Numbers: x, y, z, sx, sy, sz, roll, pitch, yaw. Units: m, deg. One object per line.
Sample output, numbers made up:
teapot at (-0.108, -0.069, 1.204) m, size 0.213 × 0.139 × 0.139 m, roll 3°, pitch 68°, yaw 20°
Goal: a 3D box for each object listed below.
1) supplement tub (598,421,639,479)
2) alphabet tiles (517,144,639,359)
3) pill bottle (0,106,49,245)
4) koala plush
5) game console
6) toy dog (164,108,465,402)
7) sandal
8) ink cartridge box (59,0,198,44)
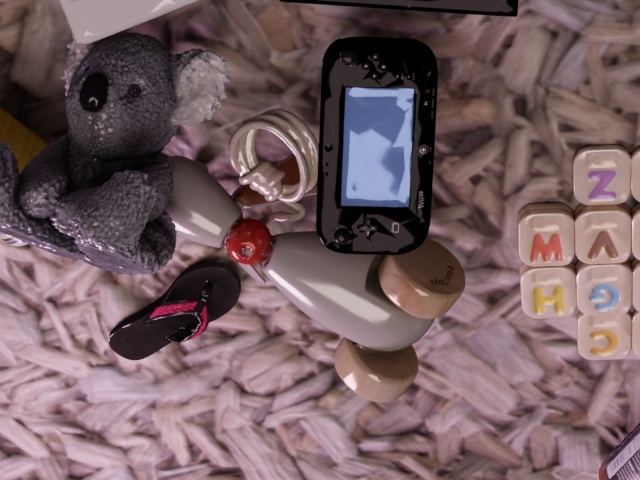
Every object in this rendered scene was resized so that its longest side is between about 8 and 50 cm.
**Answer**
supplement tub at (0.390, 0.216, 2.113) m, size 0.106 × 0.106 × 0.198 m, roll 26°, pitch 126°, yaw -17°
alphabet tiles at (0.342, 0.017, 2.008) m, size 0.284 × 0.021 × 0.278 m, roll -2°, pitch 129°, yaw 5°
pill bottle at (-0.333, -0.083, 1.915) m, size 0.103 × 0.103 × 0.184 m, roll -37°, pitch 119°, yaw 28°
koala plush at (-0.193, -0.092, 1.829) m, size 0.196 × 0.221 × 0.203 m, roll 13°, pitch 171°, yaw 22°
game console at (0.068, -0.162, 1.778) m, size 0.213 × 0.044 × 0.361 m, roll 4°, pitch 105°, yaw 6°
toy dog at (0.000, 0.000, 1.962) m, size 0.220 × 0.161 × 0.334 m, roll -34°, pitch 105°, yaw 30°
sandal at (-0.151, 0.083, 2.079) m, size 0.179 × 0.040 × 0.067 m, roll -35°, pitch 119°, yaw 28°
ink cartridge box at (-0.130, -0.326, 1.724) m, size 0.275 × 0.060 × 0.239 m, roll -18°, pitch 97°, yaw 19°
